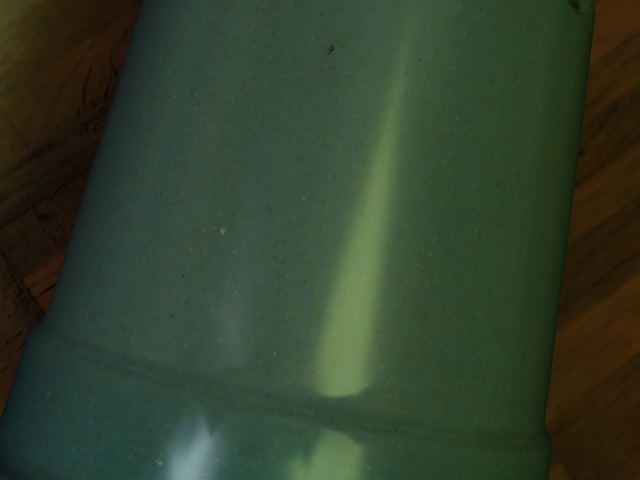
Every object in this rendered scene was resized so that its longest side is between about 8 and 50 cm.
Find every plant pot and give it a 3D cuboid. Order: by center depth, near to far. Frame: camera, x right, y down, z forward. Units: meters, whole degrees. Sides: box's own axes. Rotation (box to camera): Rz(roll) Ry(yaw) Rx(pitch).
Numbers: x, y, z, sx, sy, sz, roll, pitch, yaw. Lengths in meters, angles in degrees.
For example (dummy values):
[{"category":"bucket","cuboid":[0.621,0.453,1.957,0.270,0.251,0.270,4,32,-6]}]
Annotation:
[{"category":"plant pot","cuboid":[0.000,0.000,0.985,0.341,0.341,0.334,11,92,-25]}]
